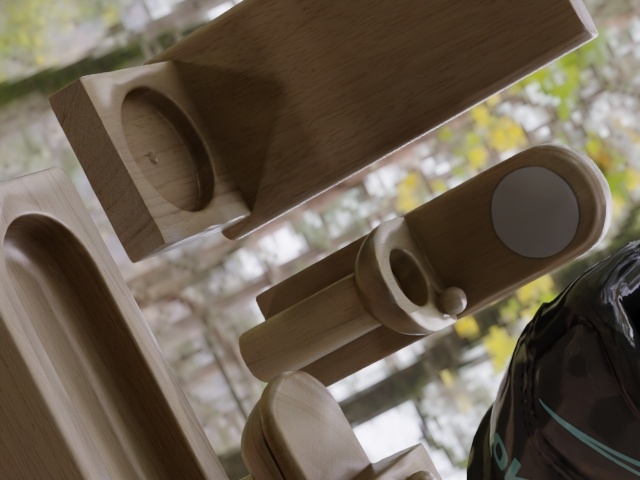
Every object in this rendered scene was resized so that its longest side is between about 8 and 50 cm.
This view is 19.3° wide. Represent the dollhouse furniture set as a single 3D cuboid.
[{"bbox_3d":[0.000,0.000,0.446,0.144,0.123,0.151,62,27,2],"label":"dollhouse furniture set"}]

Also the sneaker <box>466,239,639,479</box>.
[{"bbox_3d":[0.163,0.057,0.381,0.106,0.267,0.101,88,10,-54],"label":"sneaker"}]
